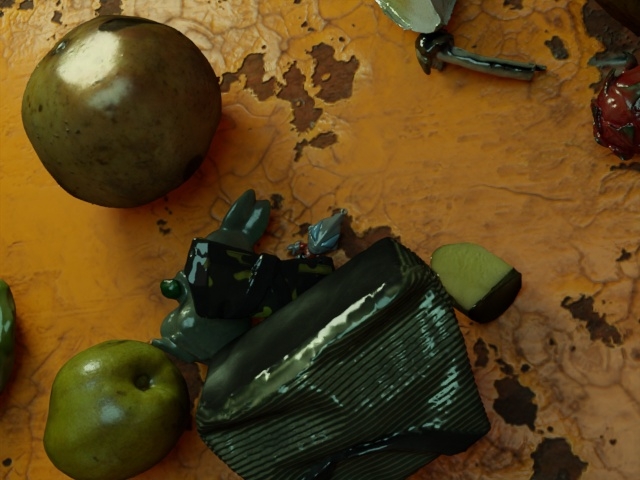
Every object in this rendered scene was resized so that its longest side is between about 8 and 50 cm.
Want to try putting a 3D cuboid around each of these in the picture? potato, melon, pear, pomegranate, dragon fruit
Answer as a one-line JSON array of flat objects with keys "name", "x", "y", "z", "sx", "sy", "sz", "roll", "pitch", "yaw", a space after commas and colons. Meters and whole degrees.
[{"name": "potato", "x": 0.195, "y": 0.053, "z": 1.380, "sx": 0.096, "sy": 0.066, "sz": 0.103, "roll": -31, "pitch": 56, "yaw": -19}, {"name": "melon", "x": 0.149, "y": -0.376, "z": 1.494, "sx": 0.139, "sy": 0.093, "sz": 0.202, "roll": -23, "pitch": 53, "yaw": -19}, {"name": "pear", "x": -0.270, "y": 0.227, "z": 1.405, "sx": 0.199, "sy": 0.200, "sz": 0.200, "roll": -5, "pitch": 73, "yaw": 16}, {"name": "pomegranate", "x": -0.280, "y": -0.182, "z": 1.492, "sx": 0.281, "sy": 0.281, "sz": 0.281, "roll": -5, "pitch": 73, "yaw": 16}, {"name": "dragon fruit", "x": 0.417, "y": -0.170, "z": 1.353, "sx": 0.142, "sy": 0.130, "sz": 0.121, "roll": -52, "pitch": 34, "yaw": -1}]

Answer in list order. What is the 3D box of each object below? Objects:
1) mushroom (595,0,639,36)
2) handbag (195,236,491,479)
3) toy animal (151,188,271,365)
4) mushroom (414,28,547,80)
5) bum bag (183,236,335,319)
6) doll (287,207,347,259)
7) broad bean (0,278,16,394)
[{"name": "mushroom", "x": 0.492, "y": -0.399, "z": 1.284, "sx": 0.334, "sy": 0.356, "sz": 0.331, "roll": -5, "pitch": 97, "yaw": -24}, {"name": "handbag", "x": 0.035, "y": 0.183, "z": 1.286, "sx": 0.340, "sy": 0.247, "sz": 0.240, "roll": -34, "pitch": 100, "yaw": 6}, {"name": "toy animal", "x": -0.138, "y": 0.052, "z": 1.469, "sx": 0.125, "sy": 0.127, "sz": 0.251, "roll": 6, "pitch": 63, "yaw": 34}, {"name": "mushroom", "x": 0.220, "y": -0.250, "z": 1.469, "sx": 0.187, "sy": 0.061, "sz": 0.060, "roll": 19, "pitch": 51, "yaw": 13}, {"name": "bum bag", "x": -0.073, "y": 0.060, "z": 1.401, "sx": 0.060, "sy": 0.232, "sz": 0.107, "roll": 11, "pitch": 90, "yaw": 64}, {"name": "doll", "x": 0.000, "y": 0.000, "z": 1.468, "sx": 0.057, "sy": 0.039, "sz": 0.114, "roll": 36, "pitch": 90, "yaw": 28}, {"name": "broad bean", "x": -0.566, "y": 0.169, "z": 1.554, "sx": 0.238, "sy": 0.119, "sz": 0.291, "roll": 31, "pitch": 88, "yaw": 13}]
